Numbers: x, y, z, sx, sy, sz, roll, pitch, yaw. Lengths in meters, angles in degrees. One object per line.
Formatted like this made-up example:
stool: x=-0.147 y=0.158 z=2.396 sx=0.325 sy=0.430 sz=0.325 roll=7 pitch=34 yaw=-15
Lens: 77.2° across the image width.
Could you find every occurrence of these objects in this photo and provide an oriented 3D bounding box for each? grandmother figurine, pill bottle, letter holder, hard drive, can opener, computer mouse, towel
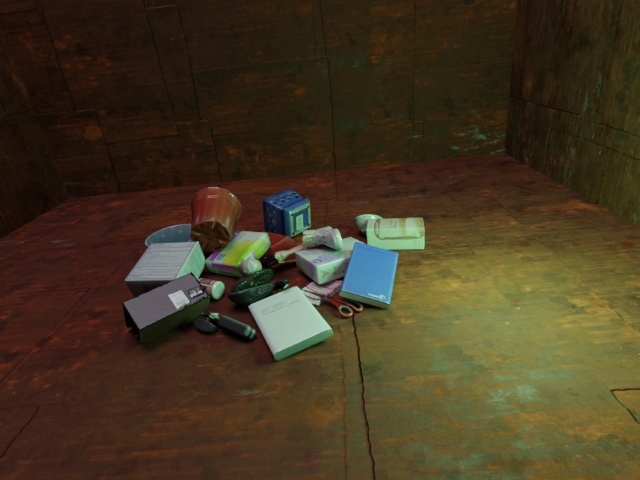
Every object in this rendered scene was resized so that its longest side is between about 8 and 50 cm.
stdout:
grandmother figurine: x=-0.229 y=0.096 z=2.023 sx=0.343 sy=0.103 sz=0.208 roll=-18 pitch=-13 yaw=-26
pill bottle: x=-0.533 y=0.223 z=1.883 sx=0.152 sy=0.085 sz=0.086 roll=8 pitch=29 yaw=27
letter holder: x=-0.648 y=0.305 z=1.700 sx=0.302 sy=0.214 sz=0.152 roll=-26 pitch=63 yaw=-36
hard drive: x=0.220 y=0.144 z=1.768 sx=0.211 sy=0.040 sz=0.318 roll=15 pitch=42 yaw=6
hard drive: x=-0.131 y=0.318 z=1.608 sx=0.233 sy=0.047 sz=0.353 roll=-21 pitch=28 yaw=-17
can opener: x=-0.384 y=0.350 z=1.618 sx=0.281 sy=0.074 sz=0.093 roll=8 pitch=63 yaw=32
computer mouse: x=-0.273 y=0.238 z=1.782 sx=0.273 sy=0.072 sz=0.188 roll=-13 pitch=-3 yaw=-20
towel: x=-0.006 y=0.221 z=1.821 sx=0.144 sy=0.029 sz=0.197 roll=13 pitch=32 yaw=38

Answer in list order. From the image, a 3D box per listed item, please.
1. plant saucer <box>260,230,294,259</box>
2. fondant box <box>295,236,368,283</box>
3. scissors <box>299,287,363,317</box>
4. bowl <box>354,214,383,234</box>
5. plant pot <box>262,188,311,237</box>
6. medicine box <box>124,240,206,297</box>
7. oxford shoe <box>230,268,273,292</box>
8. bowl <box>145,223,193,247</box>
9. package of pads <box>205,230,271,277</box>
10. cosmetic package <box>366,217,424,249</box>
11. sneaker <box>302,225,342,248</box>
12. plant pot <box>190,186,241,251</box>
plant saucer: x=-0.324 y=0.018 z=2.314 sx=0.259 sy=0.047 sz=0.259 roll=12 pitch=30 yaw=34
fondant box: x=0.076 y=0.090 z=1.966 sx=0.331 sy=0.096 sz=0.238 roll=-16 pitch=22 yaw=-24
scissors: x=0.046 y=0.248 z=1.724 sx=0.297 sy=0.021 sz=0.109 roll=25 pitch=44 yaw=38
bowl: x=0.276 y=-0.079 z=2.297 sx=0.170 sy=0.170 sz=0.080 roll=0 pitch=70 yaw=14
plant pot: x=-0.192 y=-0.152 z=2.441 sx=0.212 sy=0.235 sz=0.236 roll=24 pitch=38 yaw=36
medicine box: x=-0.744 y=0.148 z=1.964 sx=0.264 sy=0.149 sz=0.289 roll=-2 pitch=37 yaw=10
oxford shoe: x=-0.329 y=0.189 z=1.915 sx=0.227 sy=0.082 sz=0.096 roll=-22 pitch=19 yaw=-37
bowl: x=-0.797 y=0.041 z=2.248 sx=0.312 sy=0.163 sz=0.311 roll=-6 pitch=25 yaw=3
package of pads: x=-0.426 y=0.064 z=2.123 sx=0.229 sy=0.101 sz=0.296 roll=5 pitch=39 yaw=28
cosmetic package: x=0.401 y=-0.037 z=2.149 sx=0.297 sy=0.129 sz=0.153 roll=-2 pitch=27 yaw=10
sneaker: x=0.000 y=0.000 z=1.963 sx=0.169 sy=0.107 sz=0.292 roll=-12 pitch=10 yaw=-11
plant pot: x=-0.566 y=-0.099 z=2.125 sx=0.273 sy=0.272 sz=0.265 roll=-8 pitch=38 yaw=-2
